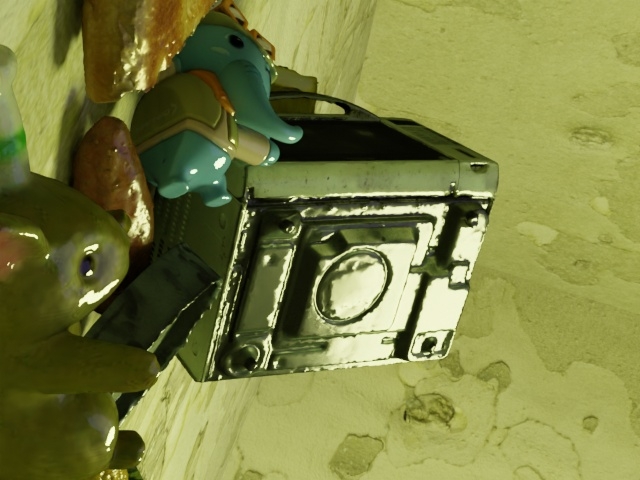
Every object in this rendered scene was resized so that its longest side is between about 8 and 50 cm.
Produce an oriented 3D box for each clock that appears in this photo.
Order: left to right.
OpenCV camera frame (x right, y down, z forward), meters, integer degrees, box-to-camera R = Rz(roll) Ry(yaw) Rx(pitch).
[{"bbox_3d":[-0.221,0.140,1.325,0.312,0.061,0.312,-52,177,-4],"label":"clock"}]

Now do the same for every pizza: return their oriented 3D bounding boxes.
[{"bbox_3d":[-0.141,-0.279,1.139,0.226,0.086,0.335,23,85,-79],"label":"pizza"}]

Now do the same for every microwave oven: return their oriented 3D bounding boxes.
[{"bbox_3d":[0.000,0.000,1.619,0.247,0.394,0.333,43,-53,47],"label":"microwave oven"}]

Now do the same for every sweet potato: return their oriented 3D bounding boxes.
[{"bbox_3d":[-0.219,-0.027,1.249,0.251,0.097,0.097,96,11,-45],"label":"sweet potato"}]

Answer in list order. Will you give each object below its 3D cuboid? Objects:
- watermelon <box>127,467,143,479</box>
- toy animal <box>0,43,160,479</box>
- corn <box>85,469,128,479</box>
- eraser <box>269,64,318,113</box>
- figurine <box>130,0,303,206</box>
[{"bbox_3d":[-0.287,0.484,1.985,0.303,0.128,0.159,98,10,-63],"label":"watermelon"},{"bbox_3d":[-0.209,0.035,0.932,0.181,0.180,0.363,62,-36,41],"label":"toy animal"},{"bbox_3d":[-0.295,0.335,1.599,0.097,0.097,0.261,-68,171,-45],"label":"corn"},{"bbox_3d":[-0.097,-0.148,1.735,0.069,0.158,0.226,-70,176,-56],"label":"eraser"},{"bbox_3d":[-0.117,-0.141,1.329,0.154,0.180,0.262,128,-34,-50],"label":"figurine"}]
